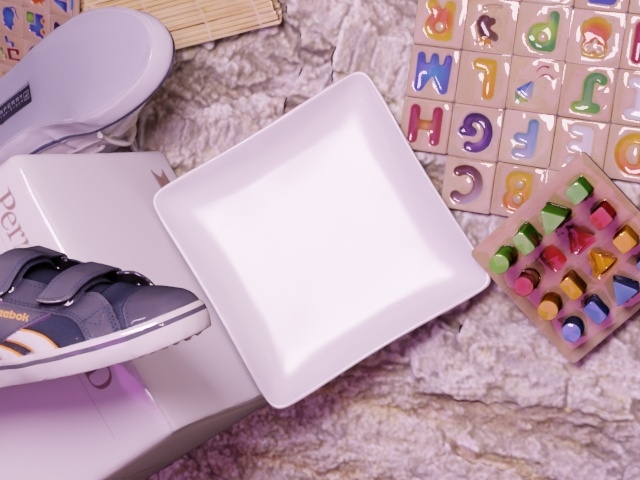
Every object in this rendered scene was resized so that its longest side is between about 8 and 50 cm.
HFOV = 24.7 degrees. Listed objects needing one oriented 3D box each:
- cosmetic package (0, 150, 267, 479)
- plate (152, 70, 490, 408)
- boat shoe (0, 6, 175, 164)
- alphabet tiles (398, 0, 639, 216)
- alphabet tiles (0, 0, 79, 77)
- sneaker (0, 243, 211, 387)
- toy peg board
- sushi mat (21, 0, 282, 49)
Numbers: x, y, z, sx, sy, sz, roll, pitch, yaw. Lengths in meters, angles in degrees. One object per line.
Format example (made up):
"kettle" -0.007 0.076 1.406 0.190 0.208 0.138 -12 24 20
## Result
"cosmetic package" -0.312 0.137 1.619 0.393 0.327 0.329 -34 81 20
"plate" 0.000 0.000 1.595 0.278 0.045 0.277 -31 83 1
"boat shoe" -0.264 -0.145 1.674 0.367 0.156 0.136 -27 64 36
"alphabet tiles" 0.230 -0.191 1.540 0.285 0.011 0.342 10 98 21
"alphabet tiles" -0.367 -0.283 1.736 0.198 0.009 0.237 17 120 22
"sneaker" -0.259 0.064 1.348 0.321 0.126 0.127 -12 94 22
"toy peg board" 0.260 0.023 1.493 0.161 0.079 0.160 -44 85 17
"sushi mat" -0.205 -0.288 1.683 0.316 0.019 0.151 -10 108 25
